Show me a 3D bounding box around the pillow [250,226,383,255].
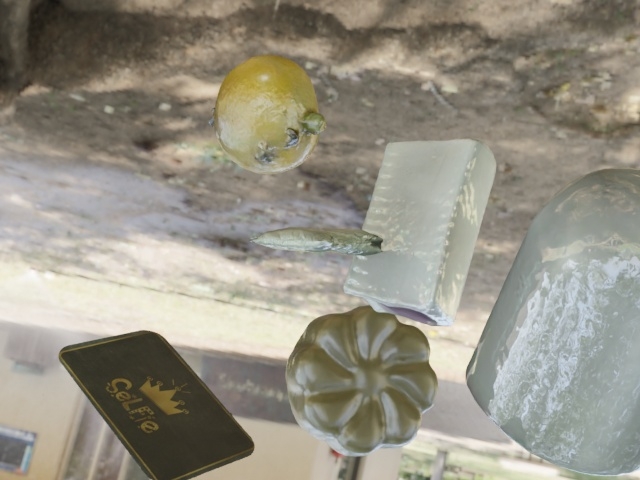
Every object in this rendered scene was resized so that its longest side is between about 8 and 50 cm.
[{"bbox_3d":[0.000,0.000,1.543,0.148,0.050,0.229,-2,177,30],"label":"pillow"}]

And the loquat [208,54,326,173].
[{"bbox_3d":[-0.071,-0.180,1.259,0.149,0.172,0.204,-4,-162,-45],"label":"loquat"}]

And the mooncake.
[{"bbox_3d":[0.104,0.341,2.135,0.378,0.378,0.201,15,170,-9],"label":"mooncake"}]

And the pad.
[{"bbox_3d":[-0.320,0.281,1.599,0.315,0.063,0.375,-11,-137,-47],"label":"pad"}]

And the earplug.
[{"bbox_3d":[0.414,0.092,1.264,0.312,0.394,0.312,11,-152,-6],"label":"earplug"}]

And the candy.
[{"bbox_3d":[0.202,-0.022,1.707,0.208,0.359,0.145,6,162,37],"label":"candy"}]
